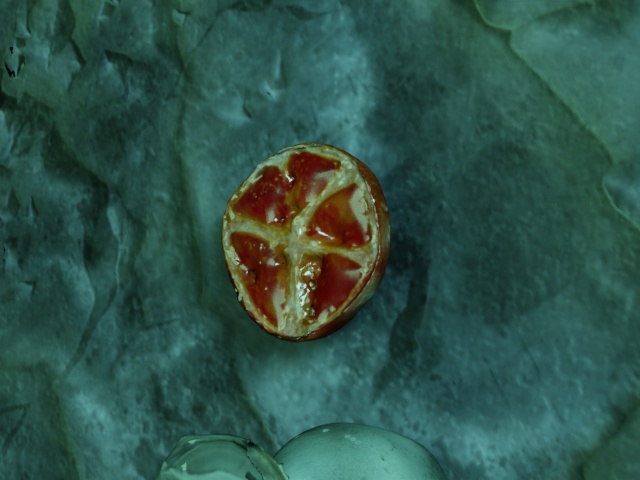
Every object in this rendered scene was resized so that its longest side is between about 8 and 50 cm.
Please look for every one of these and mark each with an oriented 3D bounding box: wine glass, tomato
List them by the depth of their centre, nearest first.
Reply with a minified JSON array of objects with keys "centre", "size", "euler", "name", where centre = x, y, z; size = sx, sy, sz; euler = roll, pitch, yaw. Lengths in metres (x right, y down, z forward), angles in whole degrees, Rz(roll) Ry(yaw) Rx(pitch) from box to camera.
[{"centre":[-0.003,0.188,0.878],"size":[0.126,0.241,0.127],"euler":[-5,81,32],"name":"wine glass"},{"centre":[0.000,0.000,1.000],"size":[0.155,0.069,0.156],"euler":[-4,83,34],"name":"tomato"}]
